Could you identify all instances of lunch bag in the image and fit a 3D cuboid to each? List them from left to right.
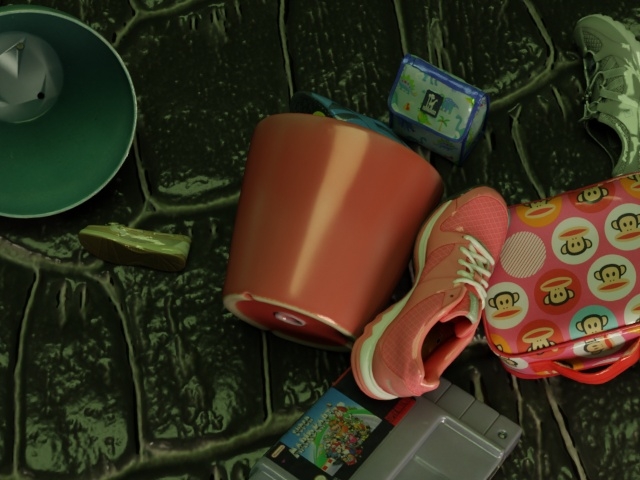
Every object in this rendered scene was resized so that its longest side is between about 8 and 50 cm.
[{"bbox_3d":[0.168,-0.191,1.957,0.128,0.151,0.096,28,65,13],"label":"lunch bag"},{"bbox_3d":[0.352,0.062,1.798,0.293,0.120,0.258,-14,59,17],"label":"lunch bag"}]

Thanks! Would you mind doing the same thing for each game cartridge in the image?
[{"bbox_3d":[0.072,0.277,1.683,0.230,0.068,0.355,35,43,13],"label":"game cartridge"}]

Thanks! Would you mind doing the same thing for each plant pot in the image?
[{"bbox_3d":[-0.415,-0.200,1.921,0.290,0.290,0.195,-19,27,-10],"label":"plant pot"},{"bbox_3d":[0.000,0.000,1.805,0.274,0.275,0.243,17,73,9],"label":"plant pot"}]

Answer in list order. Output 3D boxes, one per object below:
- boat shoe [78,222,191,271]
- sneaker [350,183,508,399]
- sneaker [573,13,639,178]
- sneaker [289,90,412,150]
[{"bbox_3d":[-0.257,0.002,1.910,0.153,0.056,0.048,10,53,4],"label":"boat shoe"},{"bbox_3d":[0.169,0.070,1.715,0.116,0.136,0.314,40,71,-26],"label":"sneaker"},{"bbox_3d":[0.419,-0.207,1.991,0.115,0.105,0.281,-16,63,-9],"label":"sneaker"},{"bbox_3d":[0.047,-0.154,1.996,0.209,0.069,0.082,34,34,26],"label":"sneaker"}]
